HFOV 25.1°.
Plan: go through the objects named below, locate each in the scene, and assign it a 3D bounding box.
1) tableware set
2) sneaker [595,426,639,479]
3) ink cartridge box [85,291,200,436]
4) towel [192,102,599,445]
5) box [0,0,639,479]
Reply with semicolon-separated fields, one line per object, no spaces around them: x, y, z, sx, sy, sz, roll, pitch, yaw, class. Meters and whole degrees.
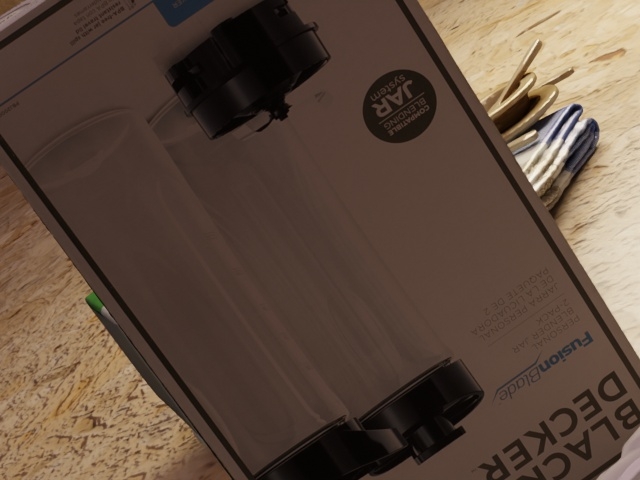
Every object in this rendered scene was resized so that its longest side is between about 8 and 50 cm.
0.077;-0.068;1.003;0.194;0.039;0.128;-29;13;32;tableware set
0.175;0.067;0.361;0.281;0.105;0.115;-34;15;0;sneaker
-0.026;0.012;0.865;0.208;0.087;0.153;-37;12;-12;ink cartridge box
0.053;0.020;0.904;0.209;0.034;0.285;-25;16;39;towel
0.000;0.000;0.587;0.169;0.290;0.087;-34;16;-3;box
